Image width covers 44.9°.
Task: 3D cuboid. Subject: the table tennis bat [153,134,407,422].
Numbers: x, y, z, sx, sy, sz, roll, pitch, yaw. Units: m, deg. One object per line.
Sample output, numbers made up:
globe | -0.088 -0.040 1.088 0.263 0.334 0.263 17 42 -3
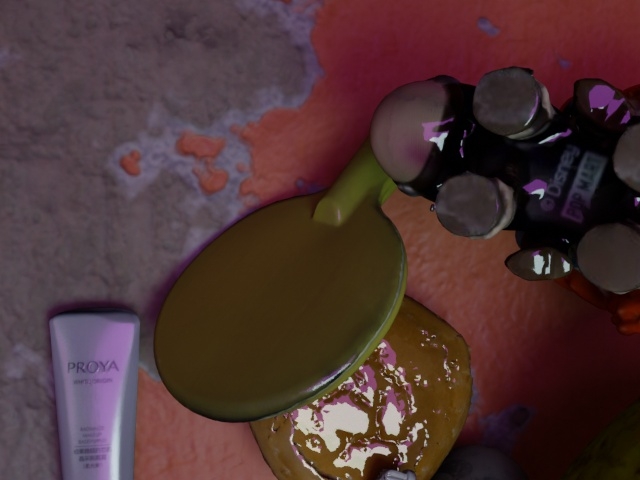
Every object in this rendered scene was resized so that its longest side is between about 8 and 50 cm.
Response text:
table tennis bat | 0.000 0.000 0.679 0.369 0.224 0.054 -53 136 -25

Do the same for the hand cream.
hand cream | -0.197 0.187 0.687 0.079 0.048 0.255 -2 88 -9

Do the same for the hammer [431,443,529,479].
hammer | 0.114 0.353 0.700 0.113 0.202 0.305 15 109 16

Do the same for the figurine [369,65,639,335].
figurine | 0.228 -0.040 0.613 0.411 0.306 0.241 4 92 -34

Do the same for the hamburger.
hamburger | 0.032 0.140 0.707 0.213 0.108 0.214 1 83 -12

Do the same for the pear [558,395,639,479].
pear | 0.347 0.255 0.567 0.391 0.391 0.391 0 88 -10

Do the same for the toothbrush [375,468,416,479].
toothbrush | 0.007 0.318 0.677 0.029 0.025 0.307 18 110 -16
